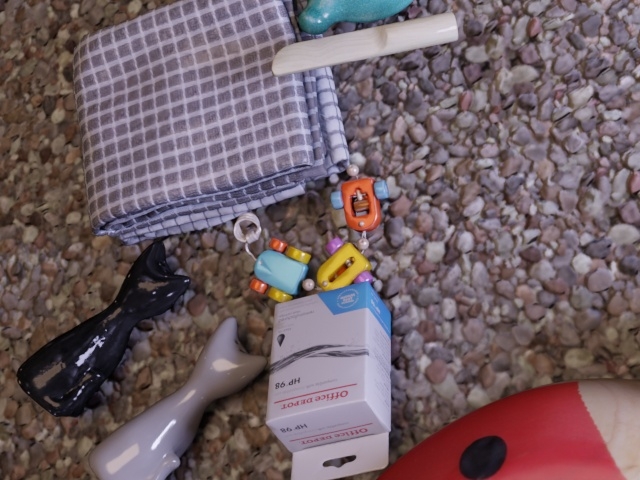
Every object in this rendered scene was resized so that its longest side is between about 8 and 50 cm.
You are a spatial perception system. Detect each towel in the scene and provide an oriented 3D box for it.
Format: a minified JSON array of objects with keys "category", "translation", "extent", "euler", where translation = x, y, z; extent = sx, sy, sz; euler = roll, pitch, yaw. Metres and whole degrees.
[{"category":"towel","translation":[-0.127,-0.141,1.297],"extent":[0.284,0.121,0.235],"euler":[-17,69,19]}]

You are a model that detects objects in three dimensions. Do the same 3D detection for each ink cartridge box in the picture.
[{"category":"ink cartridge box","translation":[0.009,0.134,1.151],"extent":[0.104,0.060,0.180],"euler":[-16,44,19]}]

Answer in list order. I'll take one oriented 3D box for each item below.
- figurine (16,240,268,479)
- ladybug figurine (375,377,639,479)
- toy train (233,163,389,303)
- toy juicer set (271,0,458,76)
[{"category":"figurine","translation":[-0.179,0.135,1.263],"extent":[0.209,0.092,0.215],"euler":[-48,63,0]},{"category":"ladybug figurine","translation":[0.164,0.285,1.017],"extent":[0.449,0.162,0.305],"euler":[-35,64,11]},{"category":"toy train","translation":[0.000,0.000,1.236],"extent":[0.166,0.046,0.125],"euler":[-16,77,16]},{"category":"toy juicer set","translation":[0.078,-0.282,1.258],"extent":[0.209,0.089,0.329],"euler":[7,64,7]}]
